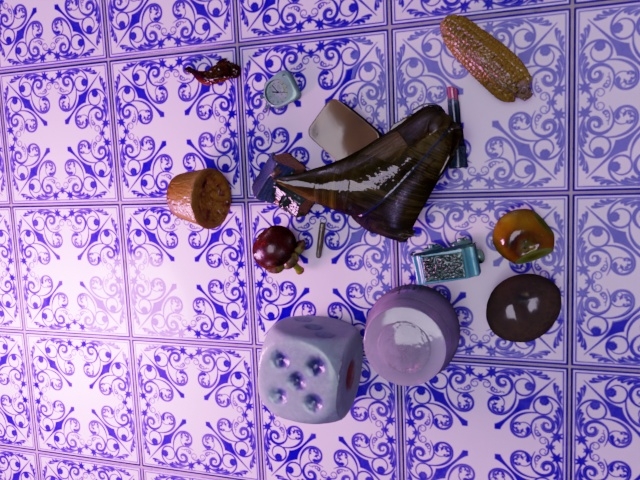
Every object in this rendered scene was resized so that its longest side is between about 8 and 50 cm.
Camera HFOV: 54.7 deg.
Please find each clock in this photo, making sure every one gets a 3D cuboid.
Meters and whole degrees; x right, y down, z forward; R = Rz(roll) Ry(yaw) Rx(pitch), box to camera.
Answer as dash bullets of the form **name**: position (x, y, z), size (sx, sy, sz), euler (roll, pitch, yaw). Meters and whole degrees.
- **clock**: position (-0.134, -0.464, 1.943), size (0.135, 0.041, 0.101), euler (-25, 89, 22)

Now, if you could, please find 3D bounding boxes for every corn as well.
- **corn**: position (0.454, -0.499, 1.693), size (0.119, 0.119, 0.322), euler (-44, 83, 19)

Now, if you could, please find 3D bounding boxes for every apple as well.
- **apple**: position (0.557, -0.005, 1.707), size (0.146, 0.147, 0.163), euler (-41, 85, 20)

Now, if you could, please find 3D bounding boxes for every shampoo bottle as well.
- **shampoo bottle**: position (0.262, 0.269, 1.786), size (0.273, 0.266, 0.273), euler (2, 98, 18)

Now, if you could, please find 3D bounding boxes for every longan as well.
- **longan**: position (0.559, 0.185, 1.710), size (0.198, 0.198, 0.212), euler (44, 97, 9)

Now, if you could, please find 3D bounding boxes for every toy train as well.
- **toy train**: position (0.365, 0.063, 1.776), size (0.203, 0.163, 0.112), euler (-13, 94, 21)

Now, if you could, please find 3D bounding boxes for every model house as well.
- **model house**: position (-0.112, -0.161, 1.908), size (0.183, 0.172, 0.166), euler (38, 107, 10)

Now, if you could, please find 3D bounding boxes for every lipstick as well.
- **lipstick**: position (0.384, -0.325, 1.778), size (0.053, 0.053, 0.234), euler (-6, 92, 20)

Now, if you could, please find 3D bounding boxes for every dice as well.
- **dice**: position (-0.026, 0.389, 1.904), size (0.262, 0.268, 0.264), euler (8, 101, 20)

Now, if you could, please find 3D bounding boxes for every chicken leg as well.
- **chicken leg**: position (-0.352, -0.542, 2.005), size (0.205, 0.053, 0.093), euler (-4, 73, 13)

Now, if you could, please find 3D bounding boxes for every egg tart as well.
- **egg tart**: position (-0.403, -0.137, 2.008), size (0.147, 0.202, 0.202), euler (4, 99, 28)

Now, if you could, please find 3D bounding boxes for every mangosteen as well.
- **mangosteen**: position (-0.127, 0.040, 1.954), size (0.156, 0.146, 0.181), euler (-41, 83, 17)

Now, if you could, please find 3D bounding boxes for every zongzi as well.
- **zongzi**: position (0.138, -0.235, 1.707), size (0.432, 0.208, 0.403), euler (22, 110, -18)

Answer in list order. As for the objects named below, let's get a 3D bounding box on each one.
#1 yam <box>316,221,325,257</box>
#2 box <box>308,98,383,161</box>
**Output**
- **yam**: position (0.000, 0.000, 1.970), size (0.021, 0.021, 0.116), euler (11, 99, 18)
- **box**: position (0.081, -0.316, 1.861), size (0.201, 0.090, 0.144), euler (40, 108, 10)
